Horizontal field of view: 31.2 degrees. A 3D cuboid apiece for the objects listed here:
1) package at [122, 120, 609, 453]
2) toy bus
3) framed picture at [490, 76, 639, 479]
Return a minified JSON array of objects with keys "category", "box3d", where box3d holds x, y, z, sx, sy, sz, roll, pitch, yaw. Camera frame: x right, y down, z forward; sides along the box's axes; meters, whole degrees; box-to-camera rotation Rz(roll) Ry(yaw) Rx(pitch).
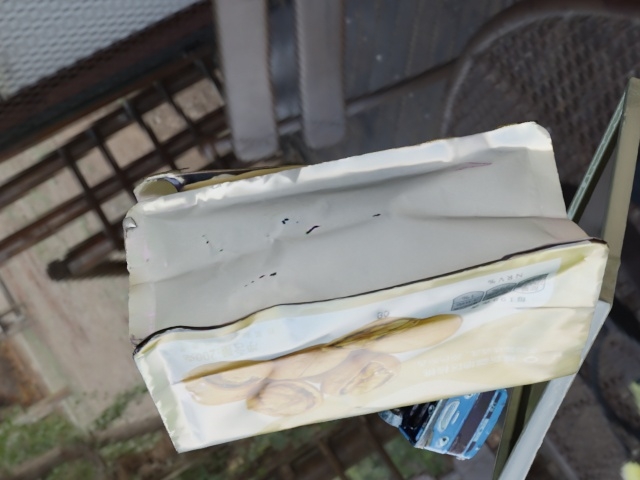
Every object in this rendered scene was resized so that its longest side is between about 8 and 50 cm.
[{"category":"package","box3d":[0.025,0.022,0.825,0.221,0.311,0.165,81,178,-60]},{"category":"toy bus","box3d":[0.104,0.140,1.163,0.106,0.090,0.185,23,-169,-30]},{"category":"framed picture","box3d":[0.285,0.049,1.301,0.028,0.446,0.326,20,130,5]}]
